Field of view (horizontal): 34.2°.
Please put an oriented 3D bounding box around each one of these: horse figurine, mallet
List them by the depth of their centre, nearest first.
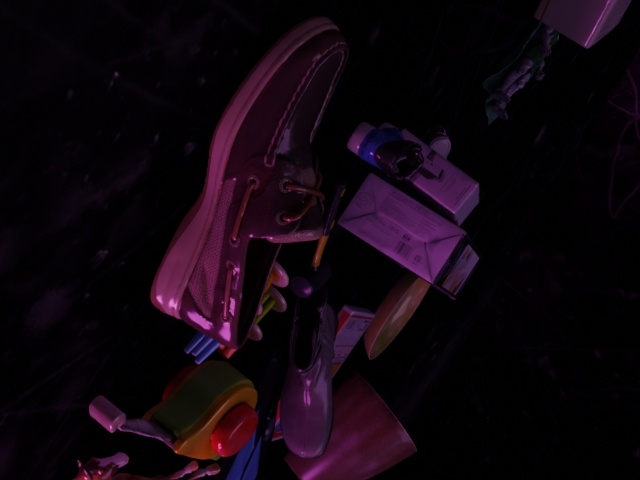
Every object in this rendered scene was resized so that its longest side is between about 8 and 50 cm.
[{"bbox_3d":[-0.235,0.317,1.234,0.174,0.066,0.263,-9,152,-37],"label":"horse figurine"},{"bbox_3d":[0.000,0.000,1.394,0.062,0.039,0.190,-46,159,-42],"label":"mallet"}]

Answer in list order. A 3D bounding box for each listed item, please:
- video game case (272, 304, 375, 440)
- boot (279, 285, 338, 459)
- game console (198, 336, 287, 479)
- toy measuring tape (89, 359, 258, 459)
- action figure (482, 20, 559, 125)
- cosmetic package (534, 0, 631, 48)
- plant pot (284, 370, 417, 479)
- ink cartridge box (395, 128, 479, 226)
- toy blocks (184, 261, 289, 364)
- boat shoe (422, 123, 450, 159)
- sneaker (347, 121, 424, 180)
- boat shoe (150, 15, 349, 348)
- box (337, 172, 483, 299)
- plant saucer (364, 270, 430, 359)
[{"bbox_3d":[-0.006,0.243,1.911,0.285,0.025,0.204,-56,165,3],"label":"video game case"},{"bbox_3d":[-0.024,0.190,1.506,0.161,0.083,0.247,64,31,-76],"label":"boot"},{"bbox_3d":[-0.141,0.371,1.519,0.342,0.060,0.387,107,6,-52],"label":"game console"},{"bbox_3d":[-0.150,0.185,1.206,0.121,0.121,0.330,-54,156,-4],"label":"toy measuring tape"},{"bbox_3d":[0.358,-0.311,1.768,0.232,0.063,0.137,-53,162,-20],"label":"action figure"},{"bbox_3d":[0.478,-0.479,1.661,0.160,0.113,0.309,-38,157,-48],"label":"cosmetic package"},{"bbox_3d":[0.046,0.429,2.187,0.230,0.215,0.215,-37,162,-8],"label":"plant pot"},{"bbox_3d":[0.157,-0.087,1.484,0.056,0.135,0.099,-50,164,-4],"label":"ink cartridge box"},{"bbox_3d":[-0.104,0.100,1.246,0.148,0.054,0.123,-47,163,-26],"label":"toy blocks"},{"bbox_3d":[0.170,-0.130,1.615,0.046,0.038,0.125,-5,148,-10],"label":"boat shoe"},{"bbox_3d":[0.096,-0.111,1.339,0.058,0.084,0.152,-57,165,10],"label":"sneaker"},{"bbox_3d":[-0.043,-0.043,0.988,0.342,0.123,0.123,-61,164,22],"label":"boat shoe"},{"bbox_3d":[0.143,0.000,1.573,0.087,0.169,0.290,-57,164,0],"label":"box"},{"bbox_3d":[0.159,0.140,2.169,0.241,0.037,0.241,-49,163,-20],"label":"plant saucer"}]
